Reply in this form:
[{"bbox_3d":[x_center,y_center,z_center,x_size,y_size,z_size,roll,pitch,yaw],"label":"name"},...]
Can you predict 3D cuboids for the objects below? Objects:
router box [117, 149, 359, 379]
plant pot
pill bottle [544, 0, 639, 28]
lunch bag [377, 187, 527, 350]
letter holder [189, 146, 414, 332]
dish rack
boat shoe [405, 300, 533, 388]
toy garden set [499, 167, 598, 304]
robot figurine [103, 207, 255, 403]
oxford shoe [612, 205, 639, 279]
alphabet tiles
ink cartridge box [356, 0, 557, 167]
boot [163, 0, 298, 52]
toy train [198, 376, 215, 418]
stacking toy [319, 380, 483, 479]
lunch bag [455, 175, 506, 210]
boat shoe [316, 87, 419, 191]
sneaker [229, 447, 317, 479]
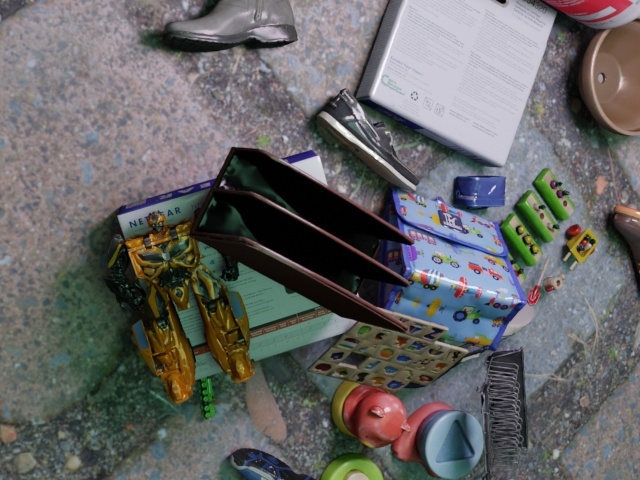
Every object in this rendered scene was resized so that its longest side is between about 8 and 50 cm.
[{"bbox_3d":[-0.124,0.043,1.582,0.336,0.082,0.301,-16,104,-5],"label":"router box"},{"bbox_3d":[0.597,-0.329,1.938,0.237,0.110,0.237,-4,99,-26],"label":"plant pot"},{"bbox_3d":[0.425,-0.549,1.724,0.408,0.229,0.229,15,89,-38],"label":"pill bottle"},{"bbox_3d":[0.222,0.028,1.728,0.221,0.293,0.138,15,129,-12],"label":"lunch bag"},{"bbox_3d":[0.000,0.000,1.415,0.302,0.214,0.152,30,81,-27],"label":"letter holder"},{"bbox_3d":[0.345,0.335,1.831,0.074,0.271,0.208,-3,99,17],"label":"dish rack"},{"bbox_3d":[0.258,0.179,1.841,0.341,0.127,0.158,-7,141,-44],"label":"boat shoe"},{"bbox_3d":[0.450,0.010,1.913,0.204,0.049,0.244,51,63,-22],"label":"toy garden set"},{"bbox_3d":[-0.209,0.094,1.492,0.211,0.085,0.291,-19,104,-5],"label":"robot figurine"},{"bbox_3d":[0.725,0.056,2.042,0.364,0.130,0.132,37,86,-25],"label":"oxford shoe"},{"bbox_3d":[0.128,0.195,1.654,0.237,0.009,0.198,18,133,-30],"label":"alphabet tiles"},{"bbox_3d":[0.257,-0.346,1.791,0.324,0.071,0.330,23,82,-27],"label":"ink cartridge box"},{"bbox_3d":[-0.153,-0.396,1.584,0.247,0.083,0.161,-10,94,-31],"label":"boot"},{"bbox_3d":[-0.195,0.266,1.666,0.024,0.017,0.083,-12,101,-35],"label":"toy train"},{"bbox_3d":[0.154,0.418,1.795,0.309,0.130,0.279,20,87,-27],"label":"stacking toy"},{"bbox_3d":[0.303,-0.090,1.843,0.098,0.067,0.065,-3,97,-25],"label":"lunch bag"},{"bbox_3d":[0.101,-0.173,1.723,0.233,0.084,0.079,41,80,-22],"label":"boat shoe"},{"bbox_3d":[-0.077,0.441,1.710,0.211,0.080,0.081,35,100,-16],"label":"sneaker"}]
